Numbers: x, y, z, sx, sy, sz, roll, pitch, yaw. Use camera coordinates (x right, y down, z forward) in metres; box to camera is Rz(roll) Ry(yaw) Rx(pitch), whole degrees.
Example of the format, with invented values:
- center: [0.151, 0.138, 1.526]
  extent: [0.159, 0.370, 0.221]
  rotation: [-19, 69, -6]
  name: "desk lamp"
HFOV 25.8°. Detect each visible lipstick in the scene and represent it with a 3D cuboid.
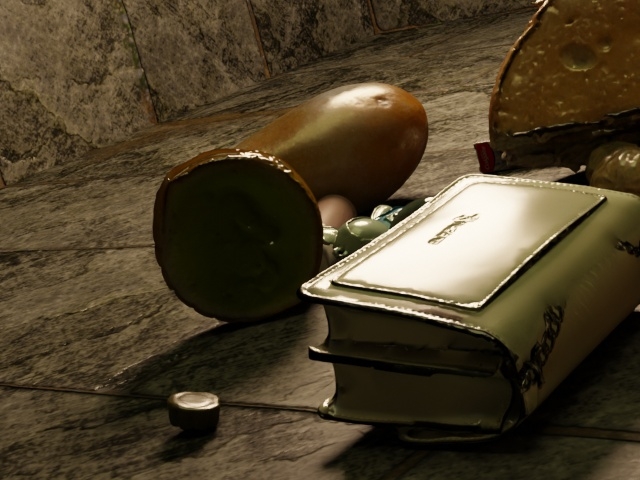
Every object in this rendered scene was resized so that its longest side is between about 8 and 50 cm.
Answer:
- center: [0.000, 0.000, 1.978]
  extent: [0.070, 0.070, 0.254]
  rotation: [-11, 14, 14]
  name: "lipstick"

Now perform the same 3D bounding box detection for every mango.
- center: [0.000, -0.124, 2.189]
  extent: [0.384, 0.199, 0.221]
  rotation: [-22, 17, -22]
  name: "mango"

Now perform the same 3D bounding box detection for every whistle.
- center: [0.100, -0.008, 1.913]
  extent: [0.114, 0.077, 0.235]
  rotation: [34, 36, 31]
  name: "whistle"

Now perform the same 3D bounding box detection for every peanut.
- center: [0.406, -0.086, 1.880]
  extent: [0.093, 0.083, 0.194]
  rotation: [-50, 9, 4]
  name: "peanut"

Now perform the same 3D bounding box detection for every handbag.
- center: [0.173, 0.063, 1.398]
  extent: [0.236, 0.160, 0.358]
  rotation: [3, 23, 35]
  name: "handbag"

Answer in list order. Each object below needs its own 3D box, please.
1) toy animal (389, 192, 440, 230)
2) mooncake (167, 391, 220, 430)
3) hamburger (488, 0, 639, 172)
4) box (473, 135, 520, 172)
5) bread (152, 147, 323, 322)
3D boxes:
- center: [0.177, -0.027, 1.828]
  extent: [0.138, 0.108, 0.236]
  rotation: [-8, 15, 26]
  name: "toy animal"
- center: [-0.278, 0.202, 1.520]
  extent: [0.346, 0.057, 0.150]
  rotation: [-9, 3, 33]
  name: "mooncake"
- center: [0.455, -0.272, 2.027]
  extent: [0.445, 0.287, 0.268]
  rotation: [-12, -14, 14]
  name: "hamburger"
- center: [0.357, -0.153, 2.232]
  extent: [0.218, 0.055, 0.039]
  rotation: [-9, 14, 23]
  name: "box"
- center: [-0.107, -0.007, 1.792]
  extent: [0.236, 0.236, 0.070]
  rotation: [-14, 13, 2]
  name: "bread"
